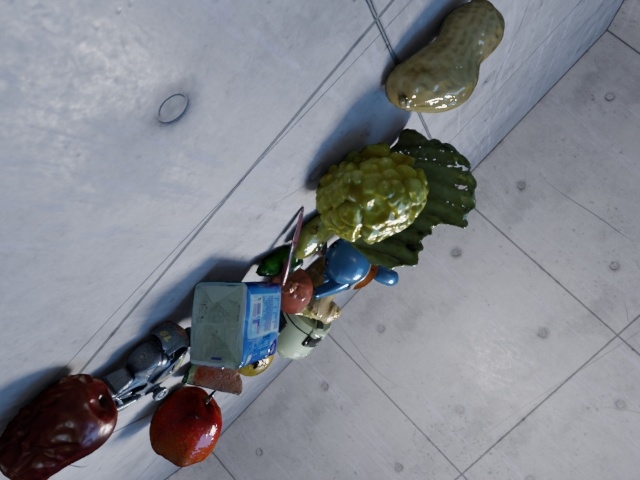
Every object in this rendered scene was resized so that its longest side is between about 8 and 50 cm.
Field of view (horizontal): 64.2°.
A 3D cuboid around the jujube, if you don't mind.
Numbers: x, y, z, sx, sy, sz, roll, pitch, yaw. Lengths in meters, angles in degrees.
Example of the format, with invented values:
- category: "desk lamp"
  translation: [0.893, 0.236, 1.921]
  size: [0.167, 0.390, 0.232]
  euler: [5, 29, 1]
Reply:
- category: "jujube"
  translation: [-0.503, 0.362, 0.973]
  size: [0.230, 0.155, 0.155]
  euler: [-39, 166, -4]

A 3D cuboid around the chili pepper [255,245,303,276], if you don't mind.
- category: "chili pepper"
  translation: [-0.125, 0.074, 1.444]
  size: [0.108, 0.062, 0.216]
  euler: [-49, 164, 18]

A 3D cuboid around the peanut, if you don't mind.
- category: "peanut"
  translation: [0.277, -0.377, 1.095]
  size: [0.291, 0.159, 0.143]
  euler: [-45, -167, -2]

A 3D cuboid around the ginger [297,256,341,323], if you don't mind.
- category: "ginger"
  translation: [0.011, 0.190, 1.910]
  size: [0.276, 0.221, 0.130]
  euler: [-35, 156, -6]

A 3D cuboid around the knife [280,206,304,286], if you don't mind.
- category: "knife"
  translation: [-0.073, 0.019, 1.373]
  size: [0.035, 0.018, 0.247]
  euler: [-35, 146, -60]

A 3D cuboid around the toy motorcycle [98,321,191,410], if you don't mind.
- category: "toy motorcycle"
  translation: [-0.398, 0.290, 1.189]
  size: [0.307, 0.108, 0.173]
  euler: [-39, 157, -20]

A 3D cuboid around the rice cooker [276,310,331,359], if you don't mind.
- category: "rice cooker"
  translation: [-0.084, 0.335, 2.023]
  size: [0.244, 0.226, 0.226]
  euler: [-48, 167, 22]

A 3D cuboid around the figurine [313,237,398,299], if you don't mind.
- category: "figurine"
  translation: [0.099, 0.081, 1.709]
  size: [0.298, 0.243, 0.416]
  euler: [-63, 152, 2]

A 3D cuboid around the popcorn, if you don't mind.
- category: "popcorn"
  translation: [0.120, -0.113, 1.249]
  size: [0.258, 0.224, 0.270]
  euler: [-37, -152, -25]

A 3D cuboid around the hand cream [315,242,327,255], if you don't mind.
- category: "hand cream"
  translation: [0.000, 0.000, 1.649]
  size: [0.067, 0.043, 0.209]
  euler: [-42, 162, -13]

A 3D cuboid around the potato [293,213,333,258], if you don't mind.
- category: "potato"
  translation: [-0.009, -0.021, 1.461]
  size: [0.188, 0.085, 0.105]
  euler: [-43, 169, -30]

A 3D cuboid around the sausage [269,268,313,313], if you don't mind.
- category: "sausage"
  translation: [-0.093, 0.161, 1.639]
  size: [0.148, 0.148, 0.254]
  euler: [-42, 166, -12]

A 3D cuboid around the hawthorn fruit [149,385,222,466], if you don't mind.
- category: "hawthorn fruit"
  translation: [-0.431, 0.612, 1.743]
  size: [0.300, 0.254, 0.254]
  euler: [-48, 167, -1]

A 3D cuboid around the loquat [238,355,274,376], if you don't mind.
- category: "loquat"
  translation: [-0.258, 0.432, 1.938]
  size: [0.172, 0.149, 0.204]
  euler: [-43, -179, -14]

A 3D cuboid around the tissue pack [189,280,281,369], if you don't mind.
- category: "tissue pack"
  translation: [-0.203, 0.200, 1.272]
  size: [0.263, 0.146, 0.198]
  euler: [21, 72, -77]

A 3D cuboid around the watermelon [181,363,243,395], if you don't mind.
- category: "watermelon"
  translation: [-0.347, 0.424, 1.657]
  size: [0.207, 0.202, 0.136]
  euler: [-8, 102, -73]

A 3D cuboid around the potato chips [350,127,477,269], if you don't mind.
- category: "potato chips"
  translation: [0.217, -0.119, 1.392]
  size: [0.373, 0.389, 0.097]
  euler: [-44, 132, 6]
